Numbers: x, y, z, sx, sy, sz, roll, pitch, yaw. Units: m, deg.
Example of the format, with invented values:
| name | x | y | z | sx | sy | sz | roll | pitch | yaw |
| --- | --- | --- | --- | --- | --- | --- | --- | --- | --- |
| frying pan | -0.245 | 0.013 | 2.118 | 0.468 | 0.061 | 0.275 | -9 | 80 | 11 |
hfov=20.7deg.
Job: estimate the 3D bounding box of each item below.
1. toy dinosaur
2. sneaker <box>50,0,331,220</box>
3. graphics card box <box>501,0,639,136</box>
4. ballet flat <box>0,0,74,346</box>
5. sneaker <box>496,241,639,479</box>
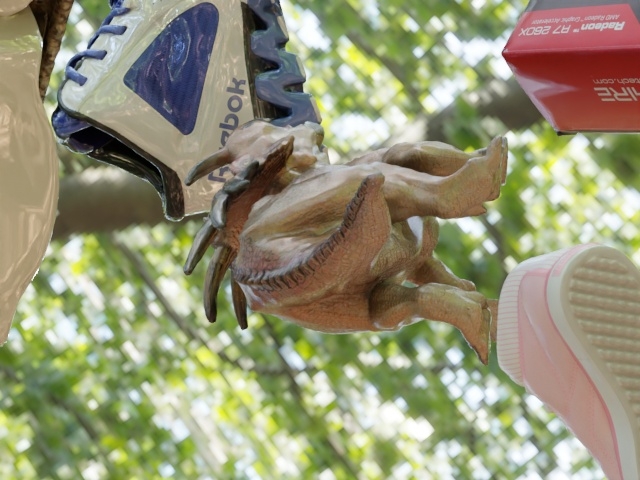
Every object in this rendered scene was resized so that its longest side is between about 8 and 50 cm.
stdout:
| name | x | y | z | sx | sy | sz | roll | pitch | yaw |
| --- | --- | --- | --- | --- | --- | --- | --- | --- | --- |
| toy dinosaur | 0.000 | 0.000 | 0.966 | 0.296 | 0.200 | 0.127 | -31 | -57 | -80 |
| sneaker | -0.121 | -0.151 | 1.262 | 0.182 | 0.315 | 0.127 | -18 | -5 | -12 |
| graphics card box | 0.300 | -0.239 | 1.174 | 0.094 | 0.233 | 0.371 | 46 | -116 | -34 |
| ballet flat | -0.220 | 0.020 | 0.912 | 0.164 | 0.182 | 0.483 | -9 | -52 | -41 |
| sneaker | 0.113 | 0.061 | 0.672 | 0.051 | 0.134 | 0.070 | -32 | 11 | -21 |
